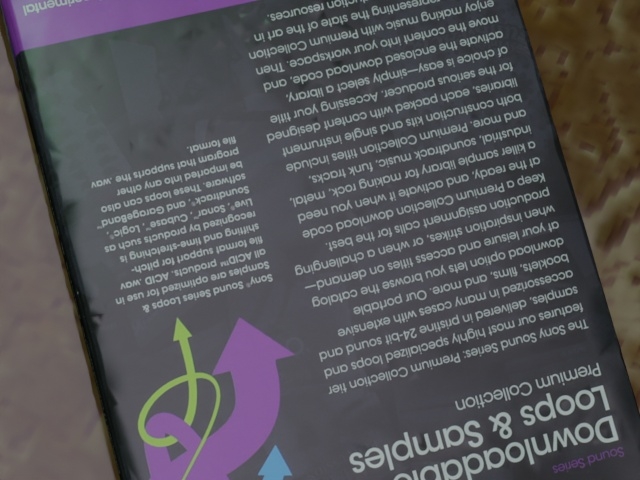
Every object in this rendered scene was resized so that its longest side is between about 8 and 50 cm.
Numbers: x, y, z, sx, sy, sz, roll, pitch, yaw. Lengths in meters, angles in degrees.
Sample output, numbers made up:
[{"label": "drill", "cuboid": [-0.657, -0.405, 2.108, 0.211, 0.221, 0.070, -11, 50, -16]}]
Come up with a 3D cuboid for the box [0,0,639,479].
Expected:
[{"label": "box", "cuboid": [0.000, 0.000, 0.343, 0.116, 0.029, 0.162, -13, 81, -11]}]
